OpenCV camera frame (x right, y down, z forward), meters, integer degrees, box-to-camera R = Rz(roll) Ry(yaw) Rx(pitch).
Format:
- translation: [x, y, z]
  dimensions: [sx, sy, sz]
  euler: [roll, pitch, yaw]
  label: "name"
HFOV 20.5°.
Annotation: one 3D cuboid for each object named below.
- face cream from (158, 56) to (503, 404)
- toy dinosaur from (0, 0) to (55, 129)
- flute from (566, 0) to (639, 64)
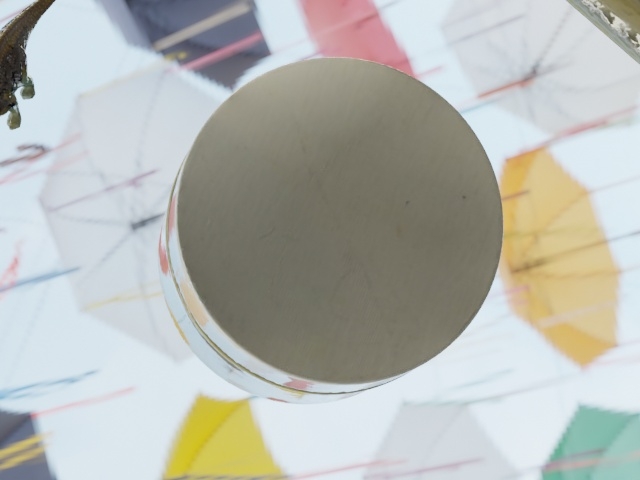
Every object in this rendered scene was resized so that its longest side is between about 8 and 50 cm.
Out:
- translation: [0.000, 0.000, 1.222]
  dimensions: [0.218, 0.179, 0.218]
  euler: [1, -100, -9]
  label: "face cream"
- translation: [-0.178, -0.093, 0.994]
  dimensions: [0.037, 0.058, 0.180]
  euler: [23, -117, -4]
  label: "toy dinosaur"
- translation: [0.099, -0.077, 0.591]
  dimensions: [0.233, 0.027, 0.027]
  euler: [43, -144, 18]
  label: "flute"
